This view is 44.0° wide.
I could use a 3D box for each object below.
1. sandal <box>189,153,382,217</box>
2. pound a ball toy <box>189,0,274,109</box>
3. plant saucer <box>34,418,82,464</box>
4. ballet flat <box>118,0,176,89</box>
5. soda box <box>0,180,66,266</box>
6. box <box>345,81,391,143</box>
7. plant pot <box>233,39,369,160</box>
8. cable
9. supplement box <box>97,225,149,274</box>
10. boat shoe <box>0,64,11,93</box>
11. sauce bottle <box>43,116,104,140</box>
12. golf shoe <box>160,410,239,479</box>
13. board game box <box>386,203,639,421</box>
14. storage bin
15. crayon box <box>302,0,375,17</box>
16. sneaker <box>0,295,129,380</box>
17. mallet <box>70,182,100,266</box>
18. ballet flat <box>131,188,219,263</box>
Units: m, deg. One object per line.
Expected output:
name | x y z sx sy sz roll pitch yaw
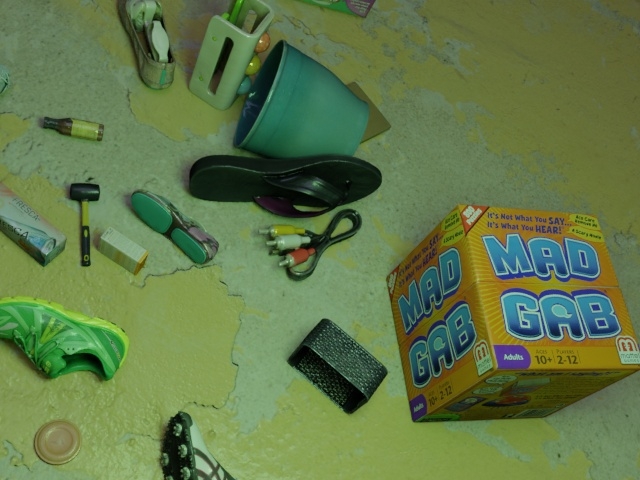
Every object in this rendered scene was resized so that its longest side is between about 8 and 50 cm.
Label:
sandal | -0.075 -0.108 1.808 0.445 0.167 0.107 -1 57 -13
pound a ball toy | -0.177 -0.478 1.873 0.135 0.319 0.208 32 55 -3
plant saucer | -0.481 0.369 1.454 0.083 0.013 0.083 10 59 -17
ballet flat | -0.412 -0.516 1.925 0.107 0.106 0.316 -12 67 -28
soda box | -0.604 -0.034 1.602 0.183 0.058 0.063 39 55 2
box | 0.066 -0.320 2.068 0.201 0.021 0.164 -30 77 -33
plant pot | -0.034 -0.293 1.875 0.255 0.271 0.272 23 56 -17
cable | 0.000 0.000 1.827 0.287 0.072 0.139 -19 67 -30
supplement box | -0.411 0.022 1.649 0.098 0.062 0.036 34 56 -3
boat shoe | -0.719 -0.364 1.726 0.081 0.079 0.227 -11 64 -23
sauce bottle | -0.548 -0.251 1.757 0.128 0.042 0.042 10 59 -20
golf shoe | -0.217 0.452 1.482 0.120 0.105 0.273 -2 68 -42
board game box | 0.402 0.170 1.729 0.356 0.356 0.356 3 61 -22
storage bin | 0.036 0.264 1.665 0.180 0.122 0.084 41 55 3
crayon box | -0.023 -0.825 2.263 0.362 0.106 0.313 9 59 -18
sneaker | -0.510 0.188 1.486 0.295 0.109 0.123 16 53 -14
mallet | -0.486 -0.036 1.670 0.062 0.039 0.190 -7 69 -22
ballet flat | -0.313 -0.038 1.727 0.221 0.077 0.079 40 36 -3
